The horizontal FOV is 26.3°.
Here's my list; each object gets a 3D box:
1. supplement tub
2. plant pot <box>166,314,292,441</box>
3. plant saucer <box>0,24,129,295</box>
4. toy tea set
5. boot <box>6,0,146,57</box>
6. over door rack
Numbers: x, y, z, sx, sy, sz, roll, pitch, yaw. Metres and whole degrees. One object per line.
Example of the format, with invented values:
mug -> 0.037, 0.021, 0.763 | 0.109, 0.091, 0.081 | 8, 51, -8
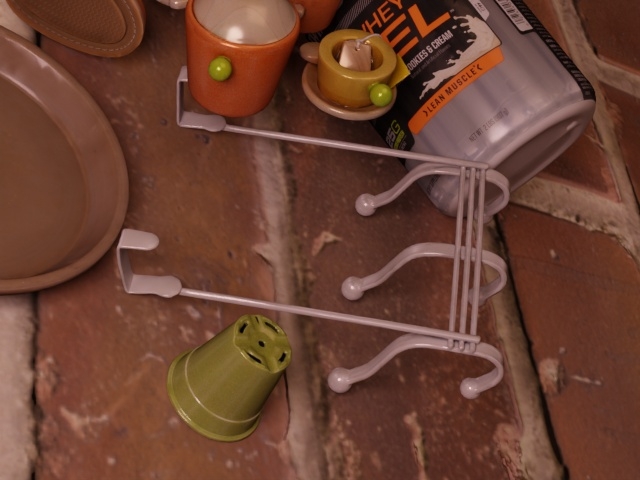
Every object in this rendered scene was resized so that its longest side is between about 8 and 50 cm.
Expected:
supplement tub -> 0.109, -0.196, 1.360 | 0.193, 0.193, 0.316 | -20, 68, -48
plant pot -> -0.062, 0.097, 1.038 | 0.083, 0.079, 0.083 | 23, 42, -22
plant saucer -> -0.278, -0.069, 1.041 | 0.277, 0.041, 0.278 | 22, 44, -23
toy tea set -> -0.053, -0.245, 1.214 | 0.200, 0.124, 0.336 | -9, 50, -22
boot -> -0.234, -0.298, 1.254 | 0.283, 0.109, 0.220 | 35, 35, 4
over door rack -> 0.000, 0.000, 1.174 | 0.324, 0.108, 0.240 | 17, 43, -7
